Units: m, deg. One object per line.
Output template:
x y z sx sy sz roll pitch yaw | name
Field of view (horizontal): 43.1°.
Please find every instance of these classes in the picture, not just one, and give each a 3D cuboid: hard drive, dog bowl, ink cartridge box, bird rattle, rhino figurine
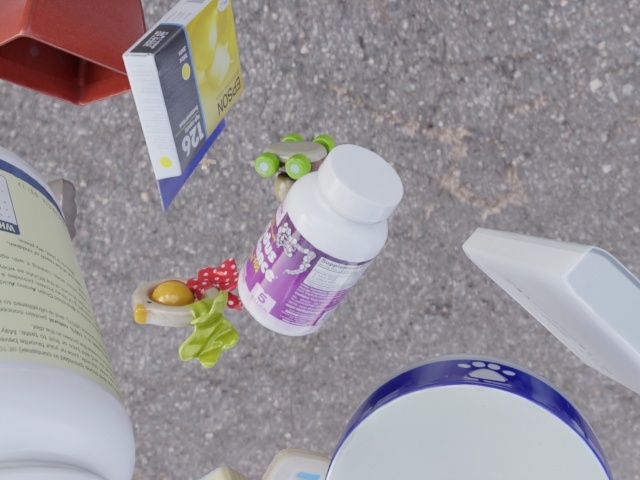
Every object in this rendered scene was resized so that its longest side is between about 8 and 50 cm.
0.279 0.082 0.823 0.233 0.353 0.047 42 91 -5 | hard drive
0.135 0.244 0.747 0.265 0.104 0.265 1 96 11 | dog bowl
-0.222 -0.258 1.442 0.072 0.303 0.307 5 130 17 | ink cartridge box
-0.239 0.104 1.490 0.207 0.253 0.143 6 118 -8 | bird rattle
-0.566 -0.025 1.756 0.073 0.243 0.106 5 151 -27 | rhino figurine

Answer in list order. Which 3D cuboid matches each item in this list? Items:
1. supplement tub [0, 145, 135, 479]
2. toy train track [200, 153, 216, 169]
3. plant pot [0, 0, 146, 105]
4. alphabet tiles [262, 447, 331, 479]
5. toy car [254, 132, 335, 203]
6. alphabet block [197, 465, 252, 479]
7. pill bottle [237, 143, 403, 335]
-0.264 0.102 0.556 0.235 0.325 0.235 -19 141 -16 | supplement tub
-0.237 -0.177 1.654 0.048 0.083 0.014 1 138 -10 | toy train track
-0.498 -0.431 1.570 0.267 0.235 0.267 -4 167 43 | plant pot
-0.050 0.351 0.891 0.278 0.021 0.284 20 106 -32 | alphabet tiles
-0.048 -0.125 1.809 0.149 0.155 0.188 6 119 25 | toy car
-0.157 0.522 1.335 0.192 0.197 0.193 -35 141 5 | alphabet block
0.000 0.000 1.260 0.169 0.169 0.301 18 131 -20 | pill bottle
